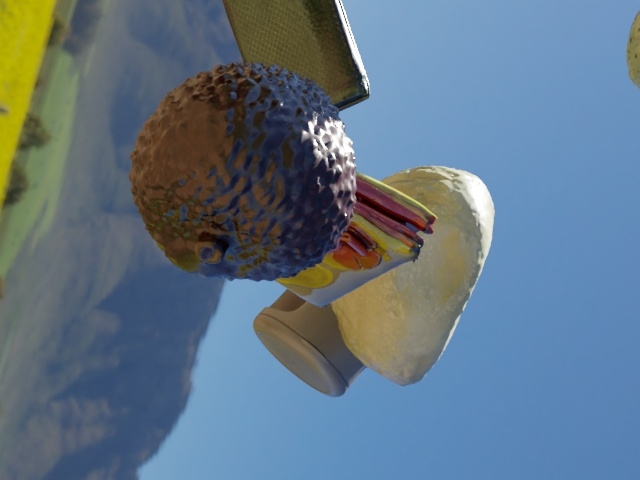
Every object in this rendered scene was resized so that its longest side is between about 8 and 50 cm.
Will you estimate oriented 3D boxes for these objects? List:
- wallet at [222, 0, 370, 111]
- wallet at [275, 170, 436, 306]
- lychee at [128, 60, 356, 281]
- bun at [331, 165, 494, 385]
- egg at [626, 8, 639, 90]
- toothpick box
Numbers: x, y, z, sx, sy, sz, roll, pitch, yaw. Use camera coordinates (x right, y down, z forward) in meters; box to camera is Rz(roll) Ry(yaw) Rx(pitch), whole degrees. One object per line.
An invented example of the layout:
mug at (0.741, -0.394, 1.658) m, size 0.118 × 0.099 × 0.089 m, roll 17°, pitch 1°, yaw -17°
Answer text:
wallet at (-0.037, -0.276, 1.662) m, size 0.055 × 0.160 × 0.236 m, roll 0°, pitch 70°, yaw -68°
wallet at (0.000, 0.000, 1.259) m, size 0.241 × 0.141 × 0.067 m, roll -35°, pitch -152°, yaw 61°
lychee at (-0.057, -0.054, 0.978) m, size 0.194 × 0.194 × 0.194 m, roll -163°, pitch -90°, yaw -76°
bun at (0.132, 0.046, 1.945) m, size 0.352 × 0.227 × 0.349 m, roll 104°, pitch 11°, yaw -59°
egg at (0.475, -0.265, 1.654) m, size 0.131 × 0.131 × 0.164 m, roll -92°, pitch -154°, yaw -51°
toothpick box at (0.060, 0.112, 2.212) m, size 0.316 × 0.229 × 0.229 m, roll -48°, pitch -172°, yaw -16°
